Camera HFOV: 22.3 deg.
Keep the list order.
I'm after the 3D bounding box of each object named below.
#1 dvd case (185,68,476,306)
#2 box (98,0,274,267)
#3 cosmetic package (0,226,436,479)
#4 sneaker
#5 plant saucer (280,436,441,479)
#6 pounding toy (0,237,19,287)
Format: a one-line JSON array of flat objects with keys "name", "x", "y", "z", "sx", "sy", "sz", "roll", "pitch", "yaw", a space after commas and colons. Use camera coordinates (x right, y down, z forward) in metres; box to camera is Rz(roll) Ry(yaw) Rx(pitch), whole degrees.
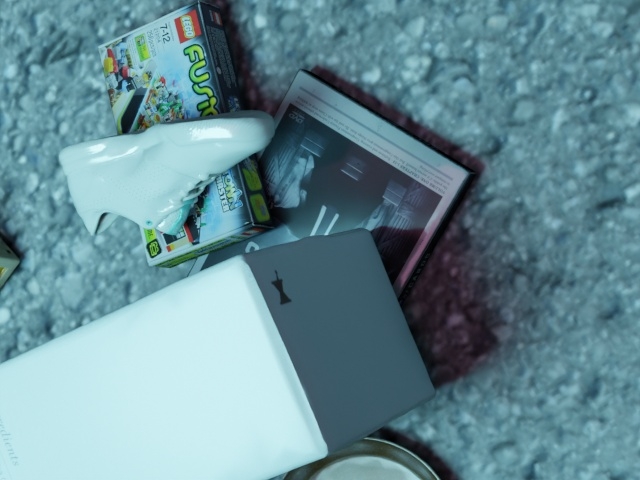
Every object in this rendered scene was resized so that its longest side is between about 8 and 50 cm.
[{"name": "dvd case", "x": 0.000, "y": 0.000, "z": 1.387, "sx": 0.179, "sy": 0.029, "sz": 0.238, "roll": 33, "pitch": 102, "yaw": 18}, {"name": "box", "x": -0.118, "y": -0.091, "z": 1.408, "sx": 0.114, "sy": 0.036, "sz": 0.207, "roll": -21, "pitch": 76, "yaw": 26}, {"name": "cosmetic package", "x": -0.163, "y": 0.152, "z": 1.325, "sx": 0.453, "sy": 0.230, "sz": 0.161, "roll": -25, "pitch": 85, "yaw": 25}, {"name": "sneaker", "x": -0.120, "y": -0.052, "z": 1.351, "sx": 0.212, "sy": 0.080, "sz": 0.094, "roll": -11, "pitch": 92, "yaw": 35}, {"name": "plant saucer", "x": 0.036, "y": 0.249, "z": 1.366, "sx": 0.168, "sy": 0.029, "sz": 0.168, "roll": -2, "pitch": 82, "yaw": 14}, {"name": "pounding toy", "x": -0.352, "y": 0.053, "z": 1.479, "sx": 0.100, "sy": 0.130, "sz": 0.141, "roll": 45, "pitch": 106, "yaw": 27}]
